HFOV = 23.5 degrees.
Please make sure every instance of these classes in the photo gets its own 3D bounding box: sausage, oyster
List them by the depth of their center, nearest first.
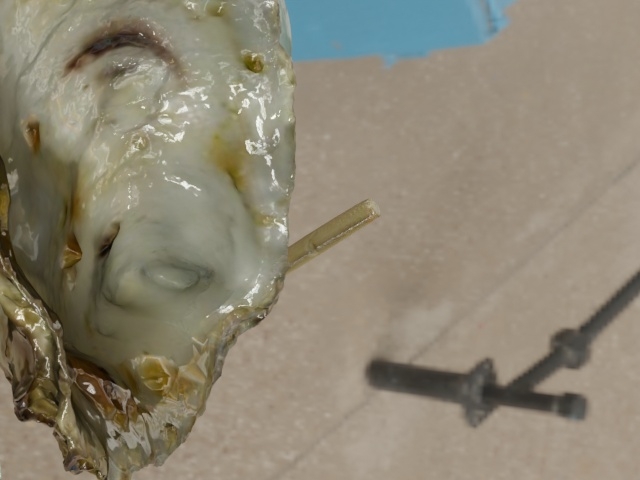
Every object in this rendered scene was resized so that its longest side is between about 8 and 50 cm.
[{"bbox_3d":[-0.093,-0.007,0.625,0.396,0.111,0.204,79,29,-51],"label":"oyster"},{"bbox_3d":[0.000,0.000,1.464,0.024,0.132,0.024,44,26,-29],"label":"sausage"}]

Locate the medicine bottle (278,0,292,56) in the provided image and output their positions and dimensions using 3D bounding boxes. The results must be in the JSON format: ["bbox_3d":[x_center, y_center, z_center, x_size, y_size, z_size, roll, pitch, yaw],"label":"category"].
[{"bbox_3d":[-0.066,-0.145,1.135,0.090,0.090,0.217,-14,113,-41],"label":"medicine bottle"}]
